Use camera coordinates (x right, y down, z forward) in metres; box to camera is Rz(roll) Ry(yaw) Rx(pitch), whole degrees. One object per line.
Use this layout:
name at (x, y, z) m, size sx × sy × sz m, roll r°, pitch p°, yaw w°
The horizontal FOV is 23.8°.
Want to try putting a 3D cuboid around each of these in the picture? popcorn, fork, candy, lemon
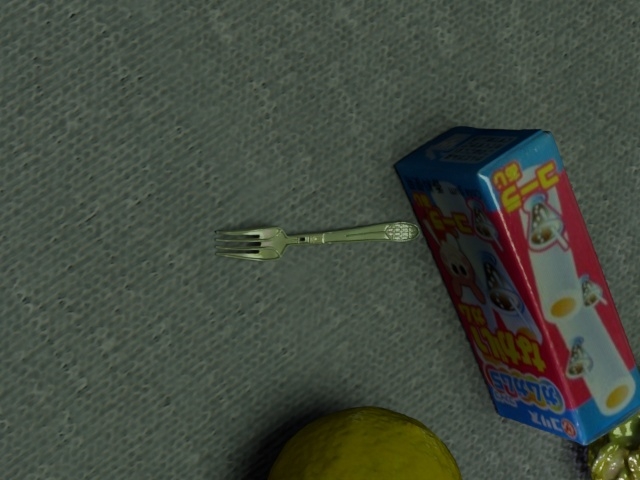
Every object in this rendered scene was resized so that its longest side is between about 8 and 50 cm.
popcorn at (0.349, 0.211, 1.635) m, size 0.145 × 0.126 × 0.125 m, roll -62°, pitch 144°, yaw -28°
fork at (0.003, 0.000, 1.470) m, size 0.219 × 0.028 × 0.034 m, roll -3°, pitch 92°, yaw -29°
candy at (0.201, 0.041, 1.510) m, size 0.100 × 0.157 × 0.306 m, roll -32°, pitch 109°, yaw -22°
lemon at (0.041, 0.252, 1.414) m, size 0.192 × 0.192 × 0.231 m, roll 62°, pitch 34°, yaw -18°
